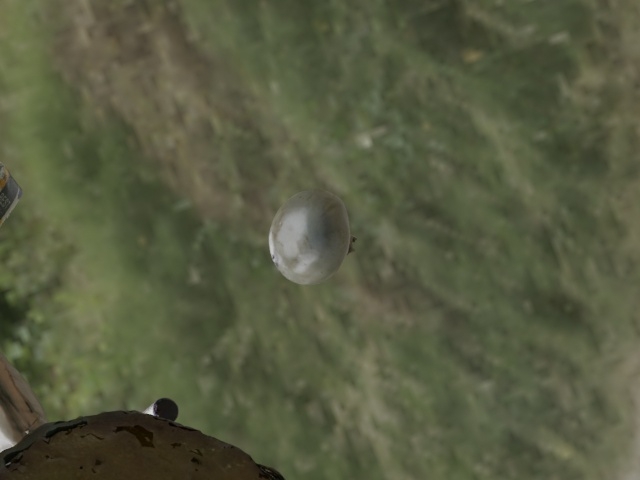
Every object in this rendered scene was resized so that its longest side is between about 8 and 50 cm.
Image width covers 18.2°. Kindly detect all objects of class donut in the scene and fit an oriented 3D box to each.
[{"bbox_3d":[-0.111,0.238,1.180,0.107,0.272,0.272,-59,40,39],"label":"donut"}]

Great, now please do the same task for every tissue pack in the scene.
[{"bbox_3d":[-0.317,-0.043,1.878,0.042,0.062,0.083,34,169,14],"label":"tissue pack"}]

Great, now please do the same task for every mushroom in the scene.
[{"bbox_3d":[0.000,0.000,1.739,0.079,0.085,0.085,22,-143,-46],"label":"mushroom"}]

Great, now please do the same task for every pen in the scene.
[{"bbox_3d":[-0.214,0.222,2.239,0.269,0.033,0.033,-41,67,61],"label":"pen"}]

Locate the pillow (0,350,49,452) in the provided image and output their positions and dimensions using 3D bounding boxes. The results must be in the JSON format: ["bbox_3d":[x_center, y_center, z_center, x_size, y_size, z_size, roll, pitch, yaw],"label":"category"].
[{"bbox_3d":[-0.285,0.152,1.733,0.173,0.067,0.270,58,163,9],"label":"pillow"}]
